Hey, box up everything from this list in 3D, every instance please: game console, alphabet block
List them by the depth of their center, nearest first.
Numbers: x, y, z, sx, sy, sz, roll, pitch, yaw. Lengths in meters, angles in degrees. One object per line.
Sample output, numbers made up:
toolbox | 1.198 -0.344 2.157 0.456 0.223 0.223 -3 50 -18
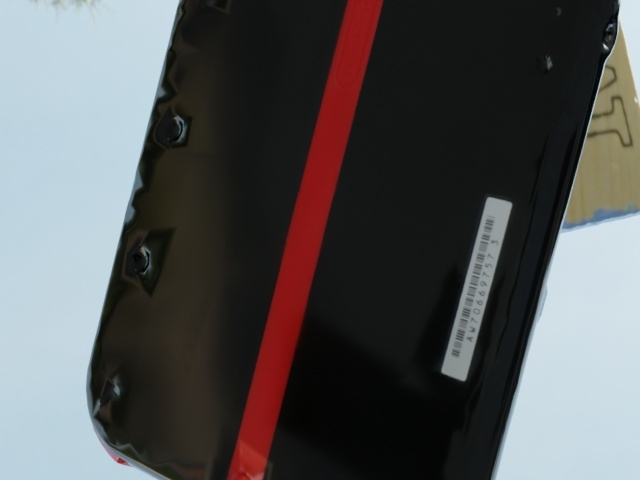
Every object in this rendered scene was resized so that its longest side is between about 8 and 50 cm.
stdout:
game console | 0.000 0.000 0.796 0.342 0.060 0.387 16 -87 39
alphabet block | 0.138 -0.092 1.024 0.193 0.192 0.197 -11 -92 -41
